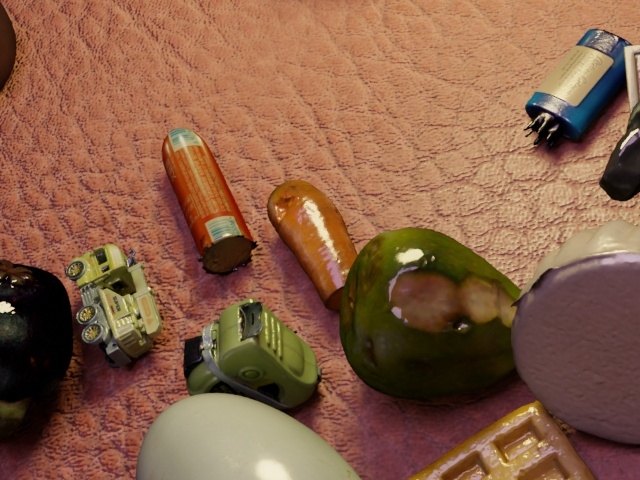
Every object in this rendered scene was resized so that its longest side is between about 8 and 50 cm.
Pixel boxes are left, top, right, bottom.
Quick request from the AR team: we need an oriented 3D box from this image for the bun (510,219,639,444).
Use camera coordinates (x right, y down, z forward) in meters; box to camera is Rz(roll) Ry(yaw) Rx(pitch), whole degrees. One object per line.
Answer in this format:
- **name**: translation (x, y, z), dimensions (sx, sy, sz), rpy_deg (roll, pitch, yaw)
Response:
- **bun**: translation (0.340, 0.071, 1.358), dimensions (0.263, 0.263, 0.175), rpy_deg (0, 36, 21)

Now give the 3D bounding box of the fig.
- **fig**: translation (0.163, 0.096, 1.459), dimensions (0.274, 0.206, 0.206), rpy_deg (12, 55, -11)

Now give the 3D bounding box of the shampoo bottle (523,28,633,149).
- **shampoo bottle**: translation (0.332, -0.193, 1.658), dimensions (0.087, 0.050, 0.183), rpy_deg (32, 72, 28)

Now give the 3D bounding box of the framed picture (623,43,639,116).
- **framed picture**: translation (0.507, -0.176, 1.575), dimensions (0.249, 0.016, 0.184), rpy_deg (-5, 68, 17)

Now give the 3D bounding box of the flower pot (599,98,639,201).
- **flower pot**: translation (0.485, -0.088, 1.379), dimensions (0.299, 0.299, 0.283), rpy_deg (33, 73, 36)

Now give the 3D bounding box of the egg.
- **egg**: translation (-0.068, 0.298, 1.346), dimensions (0.230, 0.230, 0.371), rpy_deg (-38, 46, -8)

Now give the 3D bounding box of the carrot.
- **carrot**: translation (0.000, 0.000, 1.630), dimensions (0.087, 0.087, 0.193), rpy_deg (-33, 53, -4)

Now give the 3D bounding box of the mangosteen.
- **mangosteen**: translation (-0.424, 0.141, 1.621), dimensions (0.242, 0.243, 0.243), rpy_deg (-10, 53, 14)

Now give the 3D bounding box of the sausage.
- **sausage**: translation (-0.162, -0.069, 1.747), dimensions (0.083, 0.083, 0.264), rpy_deg (-27, 49, 1)

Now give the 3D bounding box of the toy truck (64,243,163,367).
- **toy truck**: translation (-0.263, 0.081, 1.676), dimensions (0.100, 0.077, 0.169), rpy_deg (-27, 49, 4)

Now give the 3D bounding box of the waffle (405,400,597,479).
- **waffle**: translation (0.201, 0.311, 1.343), dimensions (0.221, 0.055, 0.248), rpy_deg (-32, 51, -3)

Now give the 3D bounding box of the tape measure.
- **tape measure**: translation (-0.085, 0.147, 1.507), dimensions (0.154, 0.177, 0.088), rpy_deg (-22, 49, 22)

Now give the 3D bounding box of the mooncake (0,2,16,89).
- **mooncake**: translation (-0.669, -0.312, 2.057), dimensions (0.333, 0.174, 0.326), rpy_deg (-35, 53, -7)
